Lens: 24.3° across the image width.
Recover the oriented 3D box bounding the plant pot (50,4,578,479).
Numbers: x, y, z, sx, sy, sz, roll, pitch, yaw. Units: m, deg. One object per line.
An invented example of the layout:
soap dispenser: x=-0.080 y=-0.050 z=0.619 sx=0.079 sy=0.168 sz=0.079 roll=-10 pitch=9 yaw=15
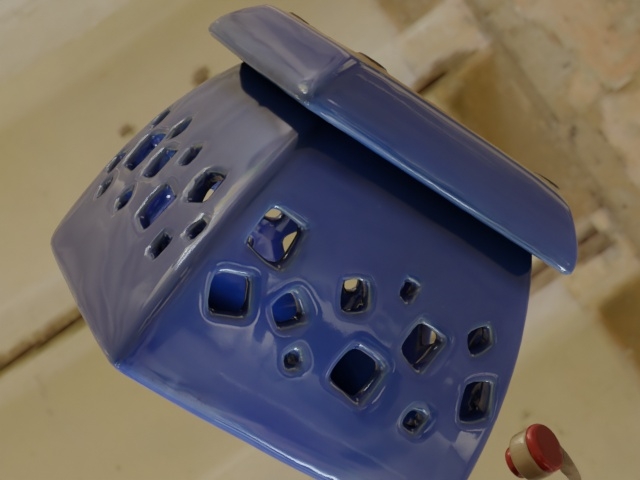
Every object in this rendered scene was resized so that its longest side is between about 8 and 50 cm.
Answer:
plant pot: x=0.000 y=0.000 z=0.895 sx=0.236 sy=0.212 sz=0.236 roll=30 pitch=-174 yaw=-26

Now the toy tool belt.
toy tool belt: x=0.067 y=0.111 z=0.539 sx=0.052 sy=0.051 sz=0.083 roll=33 pitch=-141 yaw=-36
